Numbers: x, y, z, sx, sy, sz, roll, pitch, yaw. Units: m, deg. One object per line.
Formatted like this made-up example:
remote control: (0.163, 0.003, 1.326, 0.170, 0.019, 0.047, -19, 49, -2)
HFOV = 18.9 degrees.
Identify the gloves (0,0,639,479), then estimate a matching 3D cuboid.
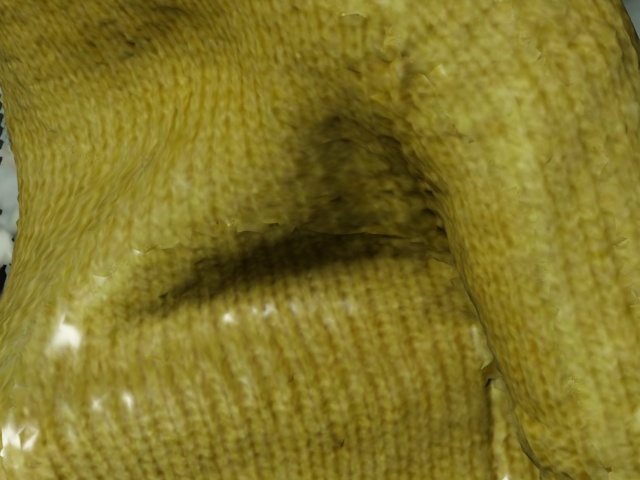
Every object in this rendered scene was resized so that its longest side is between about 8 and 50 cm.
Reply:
gloves: (0.004, -0.009, 0.512, 0.203, 0.155, 0.356, -10, 92, 21)
